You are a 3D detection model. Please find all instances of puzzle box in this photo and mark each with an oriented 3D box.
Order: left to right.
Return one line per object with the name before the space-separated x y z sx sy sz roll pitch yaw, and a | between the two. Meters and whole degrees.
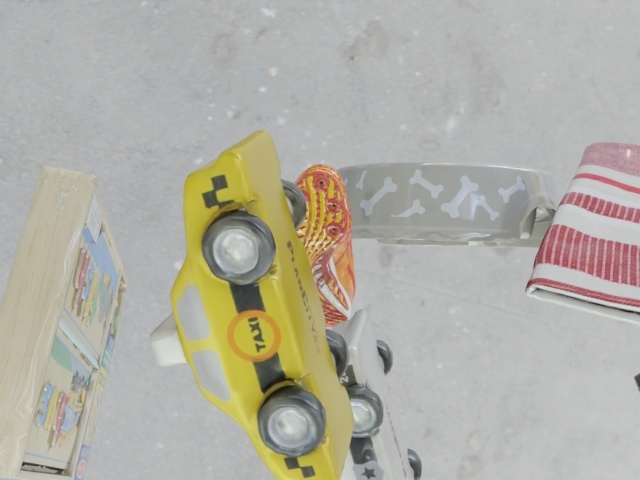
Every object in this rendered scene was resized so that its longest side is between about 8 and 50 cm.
puzzle box | -0.271 0.119 0.898 0.052 0.409 0.272 12 73 -5

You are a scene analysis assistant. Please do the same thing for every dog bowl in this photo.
dog bowl | 0.165 -0.044 1.177 0.349 0.349 0.102 2 88 -34

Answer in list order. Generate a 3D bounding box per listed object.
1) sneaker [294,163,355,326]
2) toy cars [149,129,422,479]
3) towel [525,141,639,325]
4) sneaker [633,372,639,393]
sneaker | 0.000 0.000 0.766 0.067 0.064 0.175 -79 170 -48
toy cars | -0.012 0.098 0.542 0.393 0.087 0.176 61 21 -51
towel | 0.363 -0.012 0.872 0.329 0.237 0.037 -48 144 -50
sneaker | 0.511 0.222 1.200 0.097 0.084 0.235 -26 156 14
